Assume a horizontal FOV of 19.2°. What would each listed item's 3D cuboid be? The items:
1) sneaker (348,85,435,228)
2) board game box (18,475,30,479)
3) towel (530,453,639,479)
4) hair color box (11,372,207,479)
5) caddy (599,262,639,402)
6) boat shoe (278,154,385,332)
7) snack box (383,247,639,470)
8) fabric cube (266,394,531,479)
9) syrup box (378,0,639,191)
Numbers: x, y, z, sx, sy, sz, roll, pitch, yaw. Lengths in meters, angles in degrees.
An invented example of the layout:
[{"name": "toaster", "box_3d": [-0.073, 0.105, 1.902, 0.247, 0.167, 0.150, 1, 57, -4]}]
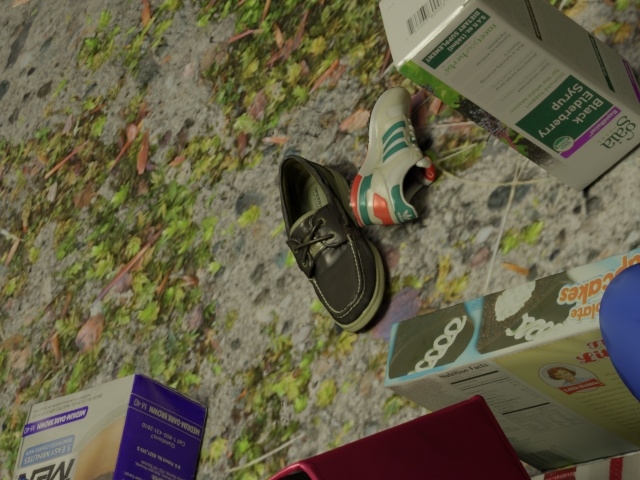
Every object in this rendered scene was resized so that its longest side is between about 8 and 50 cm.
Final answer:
[{"name": "sneaker", "box_3d": [0.081, -0.080, 1.838, 0.075, 0.057, 0.161, 1, 54, 24]}, {"name": "board game box", "box_3d": [-0.147, 0.342, 1.476, 0.078, 0.347, 0.233, -62, -7, 20]}, {"name": "towel", "box_3d": [0.172, 0.293, 1.449, 0.329, 0.037, 0.237, -20, 52, 45]}, {"name": "hair color box", "box_3d": [-0.236, 0.317, 1.887, 0.185, 0.110, 0.339, -20, 52, 42]}, {"name": "caddy", "box_3d": [0.342, 0.061, 1.159, 0.241, 0.341, 0.179, -60, 17, 1]}, {"name": "boat shoe", "box_3d": [0.001, -0.001, 1.850, 0.080, 0.073, 0.223, -43, 37, 22]}, {"name": "snack box", "box_3d": [0.225, 0.087, 1.398, 0.322, 0.187, 0.060, -20, 50, 43]}, {"name": "fabric cube", "box_3d": [0.031, 0.290, 1.283, 0.259, 0.258, 0.254, -39, 76, 28]}, {"name": "syrup box", "box_3d": [0.168, -0.146, 1.600, 0.093, 0.237, 0.096, -41, 37, 26]}]
